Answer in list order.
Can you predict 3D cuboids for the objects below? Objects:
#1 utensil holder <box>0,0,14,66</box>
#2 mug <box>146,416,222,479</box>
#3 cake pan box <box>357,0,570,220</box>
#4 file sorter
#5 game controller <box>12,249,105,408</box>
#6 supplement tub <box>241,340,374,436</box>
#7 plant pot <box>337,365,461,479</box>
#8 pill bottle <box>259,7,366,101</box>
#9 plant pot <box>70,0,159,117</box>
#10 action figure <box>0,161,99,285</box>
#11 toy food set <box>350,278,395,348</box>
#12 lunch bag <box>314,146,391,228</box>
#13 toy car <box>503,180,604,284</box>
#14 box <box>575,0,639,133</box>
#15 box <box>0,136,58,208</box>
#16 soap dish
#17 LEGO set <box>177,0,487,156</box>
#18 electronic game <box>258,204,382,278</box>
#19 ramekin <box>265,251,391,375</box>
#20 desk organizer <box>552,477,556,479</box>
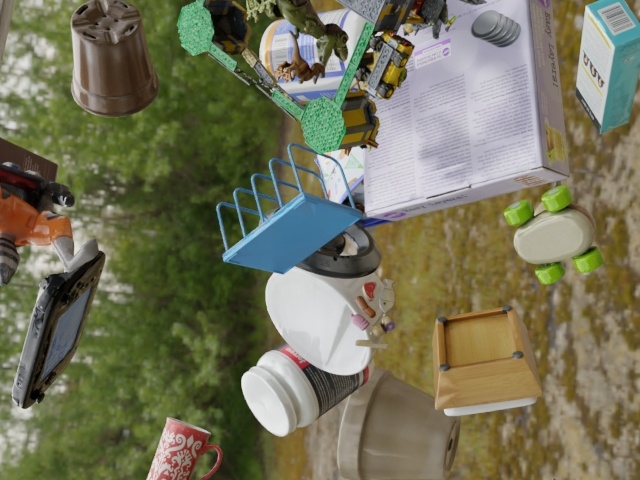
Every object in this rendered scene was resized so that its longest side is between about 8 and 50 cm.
[{"bbox_3d":[-0.647,-0.334,1.251,0.327,0.385,0.328,-169,90,-72],"label":"utensil holder"},{"bbox_3d":[-0.325,0.519,2.083,0.113,0.150,0.169,40,-111,-58],"label":"mug"},{"bbox_3d":[0.156,-0.165,1.066,0.266,0.070,0.246,-16,70,41],"label":"cake pan box"},{"bbox_3d":[-0.050,-0.044,1.262,0.170,0.118,0.105,-36,57,32],"label":"file sorter"},{"bbox_3d":[-0.446,0.153,1.519,0.166,0.067,0.319,-42,-15,-50],"label":"game controller"},{"bbox_3d":[-0.027,0.311,2.067,0.191,0.272,0.191,34,140,35],"label":"supplement tub"},{"bbox_3d":[0.233,0.533,2.470,0.323,0.280,0.323,10,-90,-70],"label":"plant pot"},{"bbox_3d":[0.043,-0.326,1.548,0.152,0.271,0.152,0,-90,-57],"label":"pill bottle"},{"bbox_3d":[-0.386,-0.345,1.643,0.165,0.166,0.167,99,173,-53],"label":"plant pot"},{"bbox_3d":[-0.536,-0.048,1.377,0.330,0.341,0.179,12,83,56],"label":"action figure"},{"bbox_3d":[0.089,0.118,1.491,0.019,0.077,0.122,104,170,-65],"label":"toy food set"},{"bbox_3d":[0.166,-0.237,2.346,0.385,0.239,0.328,-38,39,19],"label":"lunch bag"},{"bbox_3d":[0.444,-0.038,1.631,0.149,0.155,0.188,-22,14,37],"label":"toy car"},{"bbox_3d":[0.490,-0.294,1.512,0.244,0.060,0.101,68,-179,-61],"label":"box"},{"bbox_3d":[-0.731,-0.119,1.997,0.168,0.203,0.167,-10,66,34],"label":"box"},{"bbox_3d":[0.363,0.262,2.001,0.291,0.228,0.118,-78,-24,-65],"label":"soap dish"},{"bbox_3d":[0.013,-0.260,1.030,0.331,0.192,0.255,33,120,29],"label":"LEGO set"},{"bbox_3d":[0.000,0.000,1.586,0.229,0.229,0.048,-100,26,-61],"label":"electronic game"},{"bbox_3d":[0.027,0.141,1.874,0.127,0.272,0.273,-41,-21,-38],"label":"ramekin"},{"bbox_3d":[0.422,0.472,1.515,0.050,0.130,0.047,-42,10,29],"label":"desk organizer"}]
